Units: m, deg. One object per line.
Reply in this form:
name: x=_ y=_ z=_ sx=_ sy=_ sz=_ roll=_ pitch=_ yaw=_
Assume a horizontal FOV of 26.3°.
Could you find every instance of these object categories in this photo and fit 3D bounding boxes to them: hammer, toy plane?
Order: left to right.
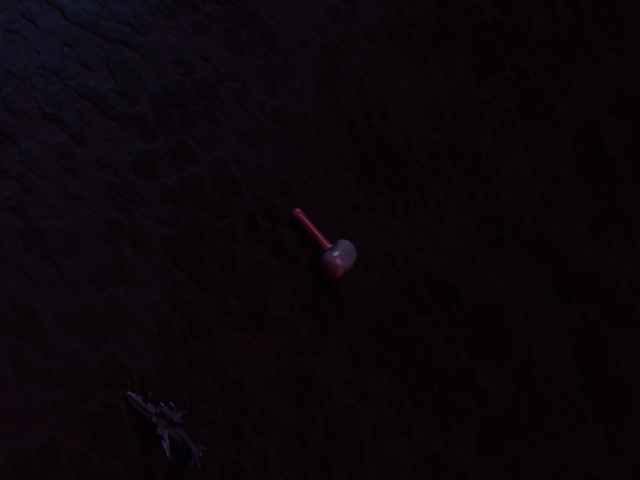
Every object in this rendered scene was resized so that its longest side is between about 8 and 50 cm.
toy plane: x=-0.123 y=0.149 z=1.100 sx=0.084 sy=0.024 sz=0.078 roll=51 pitch=16 yaw=-13
hammer: x=0.000 y=0.000 z=1.371 sx=0.083 sy=0.031 sz=0.052 roll=49 pitch=31 yaw=-4
